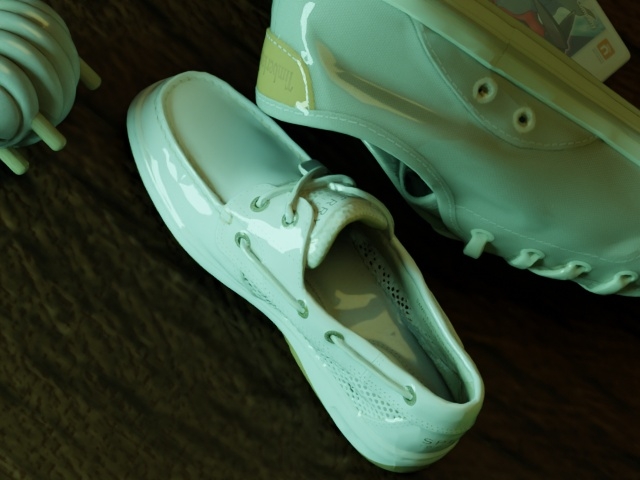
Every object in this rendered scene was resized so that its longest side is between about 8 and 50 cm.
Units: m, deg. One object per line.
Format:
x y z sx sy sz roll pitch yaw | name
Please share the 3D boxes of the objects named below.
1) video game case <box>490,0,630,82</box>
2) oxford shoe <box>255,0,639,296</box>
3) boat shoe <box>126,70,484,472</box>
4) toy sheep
0.089 -0.153 1.228 0.183 0.023 0.201 -39 99 -31 | video game case
0.138 -0.037 1.145 0.449 0.169 0.130 29 96 -28 | oxford shoe
0.000 0.000 1.098 0.098 0.096 0.277 -36 82 -34 | boat shoe
-0.176 -0.090 1.077 0.091 0.091 0.132 28 37 -8 | toy sheep
